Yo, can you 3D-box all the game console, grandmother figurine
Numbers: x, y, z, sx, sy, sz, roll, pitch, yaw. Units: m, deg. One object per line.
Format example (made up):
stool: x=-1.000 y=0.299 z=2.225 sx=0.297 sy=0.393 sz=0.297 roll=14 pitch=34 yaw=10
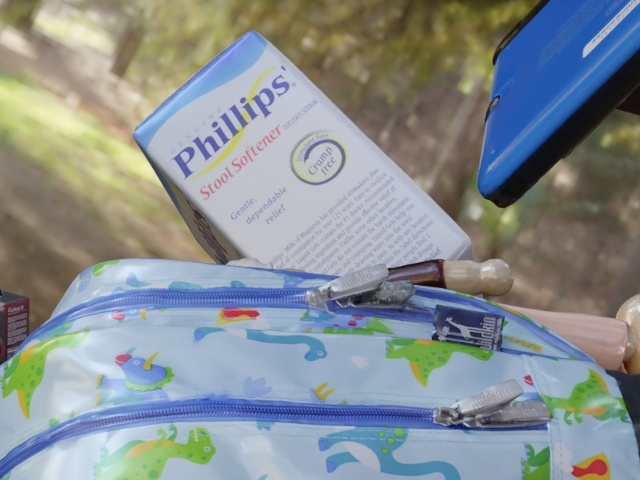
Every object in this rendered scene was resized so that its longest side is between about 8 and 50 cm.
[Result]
game console: x=0.254 y=-0.139 z=1.118 sx=0.173 sy=0.293 sz=0.250 roll=33 pitch=37 yaw=-14
grandmother figurine: x=0.079 y=0.077 z=1.404 sx=0.342 sy=0.208 sz=0.104 roll=10 pitch=35 yaw=-16

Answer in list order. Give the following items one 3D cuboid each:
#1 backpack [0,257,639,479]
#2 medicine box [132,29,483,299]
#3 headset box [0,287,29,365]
backpack: x=-0.008 y=0.147 z=0.954 sx=0.355 sy=0.290 sz=0.273 roll=-6 pitch=58 yaw=-20
medicine box: x=0.000 y=0.000 z=1.638 sx=0.289 sy=0.149 sz=0.263 roll=45 pitch=-8 yaw=22
headset box: x=-0.296 y=0.080 z=1.658 sx=0.062 sy=0.083 sz=0.032 roll=14 pitch=18 yaw=35
